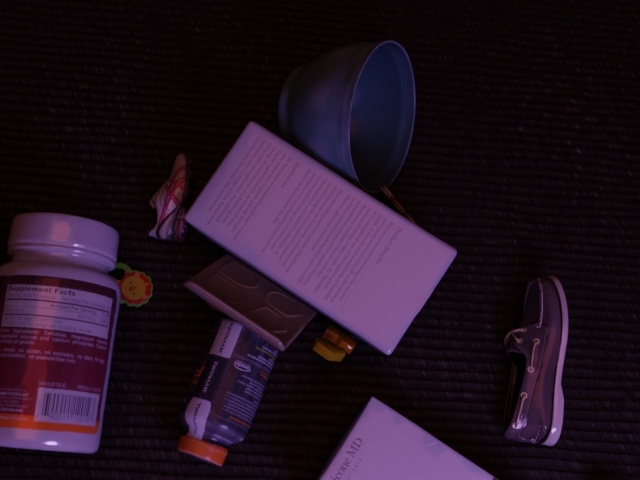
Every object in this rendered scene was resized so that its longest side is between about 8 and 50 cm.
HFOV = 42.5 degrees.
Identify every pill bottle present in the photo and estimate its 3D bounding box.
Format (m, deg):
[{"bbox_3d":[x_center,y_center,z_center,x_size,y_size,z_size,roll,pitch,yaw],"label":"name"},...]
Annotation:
[{"bbox_3d":[-0.172,0.275,1.482,0.130,0.130,0.246,20,70,2],"label":"pill bottle"},{"bbox_3d":[-0.472,0.163,1.434,0.224,0.224,0.392,5,74,-3],"label":"pill bottle"}]

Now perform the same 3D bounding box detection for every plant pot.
[{"bbox_3d":[0.041,-0.252,1.626,0.196,0.293,0.293,12,68,28],"label":"plant pot"}]

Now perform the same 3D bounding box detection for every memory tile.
[{"bbox_3d":[0.162,-0.056,1.620,0.012,0.148,0.113,-39,76,4],"label":"memory tile"}]

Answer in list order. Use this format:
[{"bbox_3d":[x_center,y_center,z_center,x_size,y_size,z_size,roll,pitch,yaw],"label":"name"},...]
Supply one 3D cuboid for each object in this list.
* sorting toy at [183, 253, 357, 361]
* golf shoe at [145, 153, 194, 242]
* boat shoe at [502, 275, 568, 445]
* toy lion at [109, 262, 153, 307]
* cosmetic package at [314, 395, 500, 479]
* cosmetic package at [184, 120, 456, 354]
[{"bbox_3d":[-0.087,0.140,1.505,0.307,0.229,0.041,33,107,6],"label":"sorting toy"},{"bbox_3d":[-0.297,-0.089,1.629,0.086,0.067,0.186,7,71,-1],"label":"golf shoe"},{"bbox_3d":[0.402,0.220,1.563,0.096,0.116,0.324,8,76,-6],"label":"boat shoe"},{"bbox_3d":[-0.375,0.085,1.584,0.096,0.034,0.100,-23,74,-19],"label":"toy lion"},{"bbox_3d":[0.185,0.468,1.434,0.385,0.156,0.217,31,73,5],"label":"cosmetic package"},{"bbox_3d":[0.000,0.000,1.556,0.453,0.161,0.230,34,84,7],"label":"cosmetic package"}]
